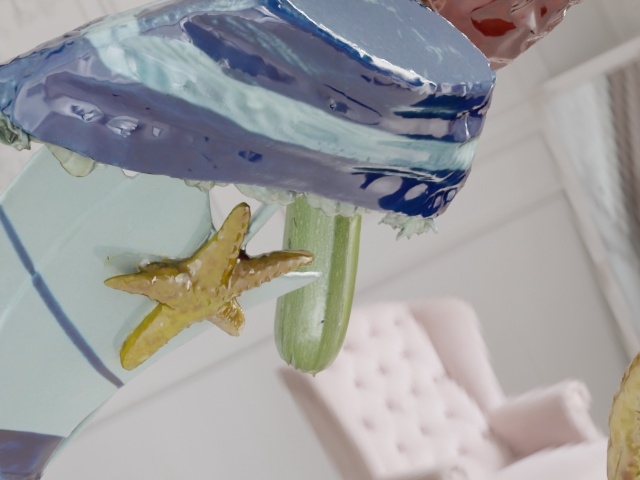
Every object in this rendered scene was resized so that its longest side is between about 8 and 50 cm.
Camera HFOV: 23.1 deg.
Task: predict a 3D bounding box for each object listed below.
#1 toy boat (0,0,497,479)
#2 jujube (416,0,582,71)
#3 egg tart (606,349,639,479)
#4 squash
[{"bbox_3d":[-0.075,0.013,0.586,0.220,0.067,0.291,11,-45,-47],"label":"toy boat"},{"bbox_3d":[0.125,-0.249,1.215,0.232,0.213,0.213,-43,9,-24],"label":"jujube"},{"bbox_3d":[0.296,0.178,0.901,0.129,0.341,0.341,-9,-4,-19],"label":"egg tart"},{"bbox_3d":[0.000,0.000,1.327,0.069,0.238,0.069,5,7,-1],"label":"squash"}]
